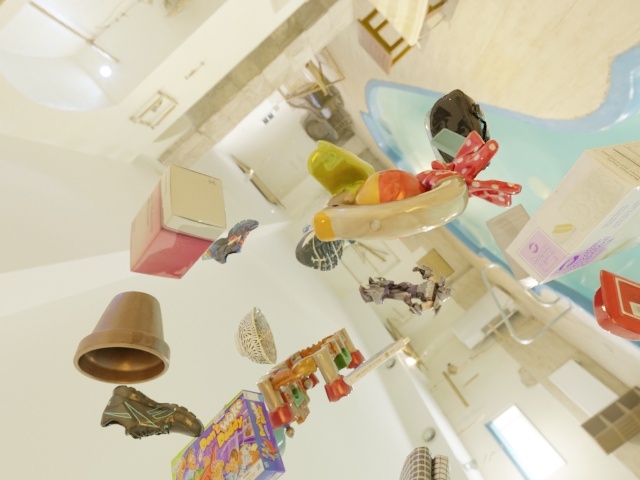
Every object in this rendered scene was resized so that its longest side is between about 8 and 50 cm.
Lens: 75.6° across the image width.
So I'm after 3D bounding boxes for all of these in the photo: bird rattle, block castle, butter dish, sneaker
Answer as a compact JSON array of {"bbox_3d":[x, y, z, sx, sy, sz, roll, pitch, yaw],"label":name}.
[{"bbox_3d":[0.099,-0.043,0.489,0.207,0.254,0.142,-48,-43,-58],"label":"bird rattle"},{"bbox_3d":[-0.012,0.496,1.475,0.212,0.303,0.453,62,-171,7],"label":"block castle"},{"bbox_3d":[0.726,0.176,0.997,0.160,0.159,0.118,21,141,0],"label":"butter dish"},{"bbox_3d":[-0.312,0.006,1.534,0.087,0.221,0.083,48,172,8],"label":"sneaker"},{"bbox_3d":[-0.437,0.473,1.076,0.268,0.101,0.106,16,-134,6],"label":"sneaker"},{"bbox_3d":[0.000,0.000,1.057,0.283,0.122,0.109,-33,-60,-57],"label":"sneaker"}]

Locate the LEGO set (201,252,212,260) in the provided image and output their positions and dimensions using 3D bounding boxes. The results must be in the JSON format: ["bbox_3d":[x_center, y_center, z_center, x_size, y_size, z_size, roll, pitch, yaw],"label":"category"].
[{"bbox_3d":[-0.520,-0.035,1.652,0.183,0.060,0.243,-6,-94,-40],"label":"LEGO set"}]

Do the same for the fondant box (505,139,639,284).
[{"bbox_3d":[0.535,-0.061,0.751,0.096,0.331,0.238,59,148,34],"label":"fondant box"}]

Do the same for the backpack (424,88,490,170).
[{"bbox_3d":[0.509,-0.395,1.523,0.356,0.274,0.289,-37,-76,-50],"label":"backpack"}]

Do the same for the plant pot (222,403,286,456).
[{"bbox_3d":[-0.241,0.741,1.530,0.196,0.289,0.290,-1,-148,-26],"label":"plant pot"}]

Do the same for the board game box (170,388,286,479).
[{"bbox_3d":[-0.266,0.616,1.127,0.078,0.347,0.233,32,-163,-40],"label":"board game box"}]

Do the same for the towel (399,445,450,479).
[{"bbox_3d":[0.240,0.721,1.067,0.122,0.283,0.235,19,-159,7],"label":"towel"}]

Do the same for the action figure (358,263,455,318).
[{"bbox_3d":[0.274,0.158,1.281,0.185,0.285,0.099,-52,-50,-48],"label":"action figure"}]

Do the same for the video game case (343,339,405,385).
[{"bbox_3d":[0.115,0.274,0.922,0.019,0.143,0.157,55,170,15],"label":"video game case"}]

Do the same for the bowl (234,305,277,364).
[{"bbox_3d":[-0.188,0.277,1.149,0.170,0.080,0.169,-22,-90,-88],"label":"bowl"}]

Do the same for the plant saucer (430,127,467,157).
[{"bbox_3d":[0.389,-0.272,1.176,0.018,0.067,0.192,44,-174,-36],"label":"plant saucer"}]

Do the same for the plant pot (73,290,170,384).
[{"bbox_3d":[-0.595,0.287,1.286,0.263,0.263,0.229,45,-152,-42],"label":"plant pot"}]

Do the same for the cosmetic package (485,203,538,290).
[{"bbox_3d":[0.622,0.019,1.266,0.107,0.127,0.237,35,-146,-45],"label":"cosmetic package"}]

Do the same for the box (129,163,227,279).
[{"bbox_3d":[-0.330,-0.035,0.940,0.127,0.232,0.148,15,-133,-39],"label":"box"}]
